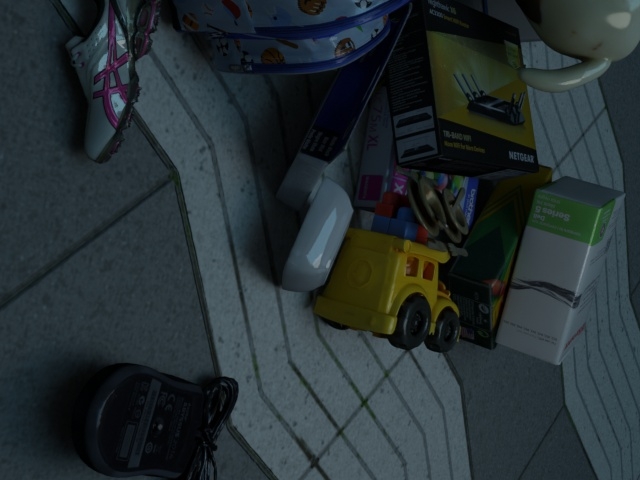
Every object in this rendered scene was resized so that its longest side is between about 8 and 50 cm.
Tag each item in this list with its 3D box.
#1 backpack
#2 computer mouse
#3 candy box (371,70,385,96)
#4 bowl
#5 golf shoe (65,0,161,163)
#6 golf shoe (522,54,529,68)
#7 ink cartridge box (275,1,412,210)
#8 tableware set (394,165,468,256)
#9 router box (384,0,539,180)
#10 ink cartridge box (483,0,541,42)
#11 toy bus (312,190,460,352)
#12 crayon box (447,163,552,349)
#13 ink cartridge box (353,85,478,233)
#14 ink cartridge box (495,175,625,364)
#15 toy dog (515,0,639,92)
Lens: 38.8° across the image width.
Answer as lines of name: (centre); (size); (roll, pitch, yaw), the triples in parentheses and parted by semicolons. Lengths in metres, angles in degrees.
backpack: (-0.019, -0.302, 1.009); (0.276, 0.263, 0.213); (-50, 130, -35)
computer mouse: (-0.199, 0.214, 1.022); (0.272, 0.072, 0.188); (44, 59, -58)
candy box: (0.094, -0.303, 1.334); (0.206, 0.027, 0.105); (-51, 128, -34)
bowl: (0.000, 0.000, 1.181); (0.142, 0.053, 0.142); (105, 8, -73)
golf shoe: (-0.226, -0.174, 0.944); (0.086, 0.067, 0.186); (13, 89, -19)
golf shoe: (0.336, -0.286, 1.587); (0.176, 0.086, 0.069); (-34, 119, -45)
ink cartridge box: (0.023, -0.169, 1.138); (0.045, 0.224, 0.223); (27, 68, -6)
tableware set: (0.174, -0.045, 1.285); (0.194, 0.039, 0.128); (9, 57, -65)
router box: (0.213, -0.223, 1.365); (0.309, 0.081, 0.242); (0, 81, -52)
ink cartridge box: (0.411, -0.453, 1.587); (0.233, 0.168, 0.171); (-30, 116, -45)
toy bus: (0.116, 0.043, 1.303); (0.220, 0.149, 0.211); (16, 86, -52)
crayon box: (0.324, 0.003, 1.570); (0.318, 0.081, 0.202); (-58, 153, -28)
ink cartridge box: (0.176, -0.116, 1.437); (0.311, 0.065, 0.185); (12, 86, -52)
ink cartridge box: (0.402, 0.045, 1.523); (0.198, 0.115, 0.272); (-20, 125, -60)
toy dog: (0.304, -0.453, 1.300); (0.408, 0.284, 0.395); (30, 101, -9)
